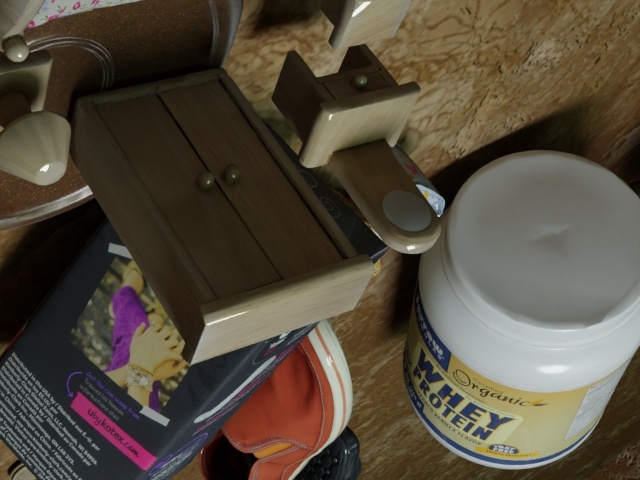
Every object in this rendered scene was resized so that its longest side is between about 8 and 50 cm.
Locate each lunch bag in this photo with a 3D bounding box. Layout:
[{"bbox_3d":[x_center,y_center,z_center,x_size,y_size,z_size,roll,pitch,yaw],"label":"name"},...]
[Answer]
[{"bbox_3d":[0.063,-0.048,1.088,0.053,0.071,0.083,-44,154,17],"label":"lunch bag"}]

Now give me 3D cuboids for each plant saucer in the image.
[{"bbox_3d":[-0.169,-0.100,0.749,0.310,0.050,0.310,-27,153,-15],"label":"plant saucer"}]

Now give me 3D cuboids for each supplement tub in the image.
[{"bbox_3d":[0.205,0.075,1.291,0.228,0.228,0.316,-27,153,-16],"label":"supplement tub"}]

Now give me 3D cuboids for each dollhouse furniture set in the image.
[{"bbox_3d":[-0.005,-0.120,0.653,0.303,0.174,0.355,-17,149,-33],"label":"dollhouse furniture set"}]

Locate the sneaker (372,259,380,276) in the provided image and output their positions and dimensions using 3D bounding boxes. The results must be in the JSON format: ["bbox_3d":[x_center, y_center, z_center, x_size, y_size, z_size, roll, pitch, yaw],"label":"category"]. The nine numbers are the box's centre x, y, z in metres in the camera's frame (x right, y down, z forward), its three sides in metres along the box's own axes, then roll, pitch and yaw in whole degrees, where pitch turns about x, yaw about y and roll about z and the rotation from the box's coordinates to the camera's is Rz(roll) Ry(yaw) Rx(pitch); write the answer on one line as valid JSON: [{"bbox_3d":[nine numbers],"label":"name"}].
[{"bbox_3d":[0.027,0.024,1.218,0.032,0.037,0.083,23,144,-38],"label":"sneaker"}]

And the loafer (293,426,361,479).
[{"bbox_3d":[0.014,0.278,1.601,0.078,0.076,0.223,-28,159,-26],"label":"loafer"}]

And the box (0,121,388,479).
[{"bbox_3d":[-0.106,0.062,0.948,0.270,0.143,0.165,-48,171,26],"label":"box"}]

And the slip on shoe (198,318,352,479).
[{"bbox_3d":[-0.050,0.170,1.289,0.101,0.123,0.331,-15,154,-27],"label":"slip on shoe"}]

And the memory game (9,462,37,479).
[{"bbox_3d":[-0.227,0.213,1.264,0.186,0.012,0.186,-28,153,-15],"label":"memory game"}]

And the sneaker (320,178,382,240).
[{"bbox_3d":[0.000,0.000,1.098,0.084,0.069,0.185,-47,152,13],"label":"sneaker"}]
